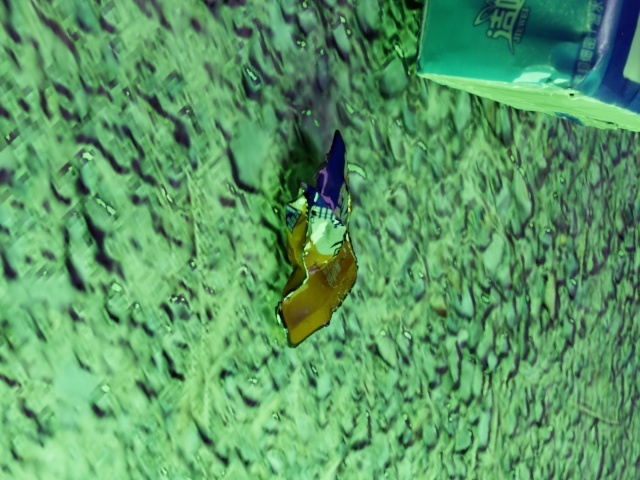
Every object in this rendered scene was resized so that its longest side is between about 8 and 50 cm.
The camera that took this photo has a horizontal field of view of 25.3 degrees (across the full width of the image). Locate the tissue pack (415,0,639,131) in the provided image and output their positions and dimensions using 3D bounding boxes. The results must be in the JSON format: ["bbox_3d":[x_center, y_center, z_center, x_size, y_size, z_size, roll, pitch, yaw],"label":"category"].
[{"bbox_3d":[0.161,-0.203,0.817,0.209,0.137,0.270,4,96,-54],"label":"tissue pack"}]

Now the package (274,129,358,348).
[{"bbox_3d":[-0.001,-0.001,0.759,0.077,0.033,0.111,-71,167,-47],"label":"package"}]
